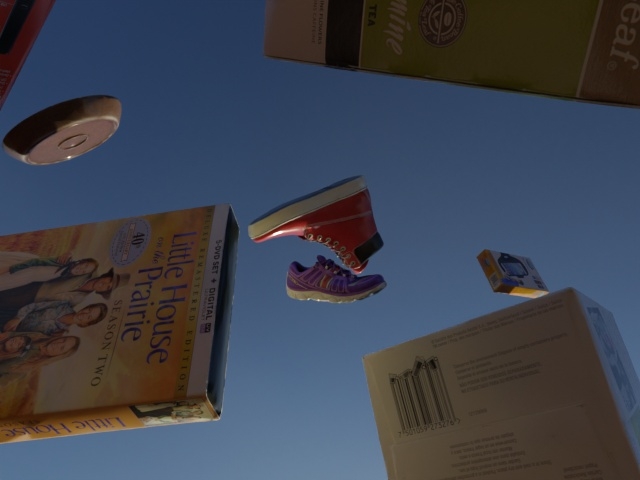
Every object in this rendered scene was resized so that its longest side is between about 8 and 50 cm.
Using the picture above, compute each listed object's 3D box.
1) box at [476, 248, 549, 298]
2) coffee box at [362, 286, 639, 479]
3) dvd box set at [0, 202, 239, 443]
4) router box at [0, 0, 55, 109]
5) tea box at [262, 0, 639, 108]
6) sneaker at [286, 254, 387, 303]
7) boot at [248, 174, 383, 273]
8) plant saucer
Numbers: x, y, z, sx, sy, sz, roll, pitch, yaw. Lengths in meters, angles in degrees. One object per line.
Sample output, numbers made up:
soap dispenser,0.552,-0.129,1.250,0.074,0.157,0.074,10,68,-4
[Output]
box,0.357,0.063,0.943,0.136,0.081,0.028,8,-44,-26
coffee box,0.318,0.304,0.802,0.337,0.334,0.339,-25,-116,30
dvd box set,-0.323,0.099,0.666,0.419,0.308,0.062,-7,-44,5
router box,-0.427,-0.301,0.515,0.335,0.082,0.301,44,-69,7
tea box,0.148,-0.292,0.400,0.323,0.219,0.330,23,-63,35
sneaker,0.019,0.058,0.802,0.169,0.068,0.071,0,-84,25
boot,0.000,0.000,0.951,0.244,0.088,0.177,-21,-77,-18
plant saucer,-0.353,-0.149,0.725,0.168,0.168,0.029,-28,-86,23
